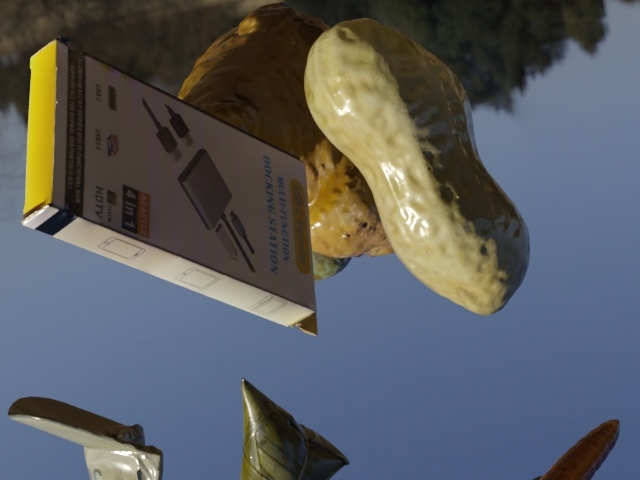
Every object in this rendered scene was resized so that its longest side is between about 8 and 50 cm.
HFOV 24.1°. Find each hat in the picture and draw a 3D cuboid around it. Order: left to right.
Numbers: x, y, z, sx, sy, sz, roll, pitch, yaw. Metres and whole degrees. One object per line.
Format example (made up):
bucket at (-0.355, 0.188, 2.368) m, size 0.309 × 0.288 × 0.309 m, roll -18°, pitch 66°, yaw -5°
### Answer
hat at (-0.323, 0.312, 2.100) m, size 0.245 × 0.149 × 0.214 m, roll 8°, pitch -179°, yaw -13°

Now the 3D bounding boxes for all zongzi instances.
zongzi at (-0.093, 0.318, 2.031) m, size 0.205 × 0.204 × 0.094 m, roll -54°, pitch -145°, yaw -11°

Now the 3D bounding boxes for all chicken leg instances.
chicken leg at (-0.050, -0.071, 1.401) m, size 0.409 × 0.295 × 0.182 m, roll -35°, pitch 163°, yaw -54°

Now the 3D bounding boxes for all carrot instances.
carrot at (0.260, 0.290, 1.655) m, size 0.066 × 0.062 × 0.271 m, roll 0°, pitch -135°, yaw 36°

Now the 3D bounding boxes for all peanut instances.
peanut at (0.085, -0.061, 1.228) m, size 0.111 × 0.274 × 0.125 m, roll -19°, pitch -163°, yaw 37°

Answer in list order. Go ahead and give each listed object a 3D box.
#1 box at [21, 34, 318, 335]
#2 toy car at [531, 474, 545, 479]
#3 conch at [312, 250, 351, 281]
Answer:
box at (-0.084, -0.031, 0.985) m, size 0.247 × 0.129 × 0.033 m, roll 23°, pitch 139°, yaw -39°
toy car at (0.305, 0.416, 1.822) m, size 0.235 × 0.145 × 0.235 m, roll -13°, pitch -150°, yaw 8°
conch at (-0.014, 0.004, 1.941) m, size 0.116 × 0.106 × 0.173 m, roll -18°, pitch 171°, yaw -19°
